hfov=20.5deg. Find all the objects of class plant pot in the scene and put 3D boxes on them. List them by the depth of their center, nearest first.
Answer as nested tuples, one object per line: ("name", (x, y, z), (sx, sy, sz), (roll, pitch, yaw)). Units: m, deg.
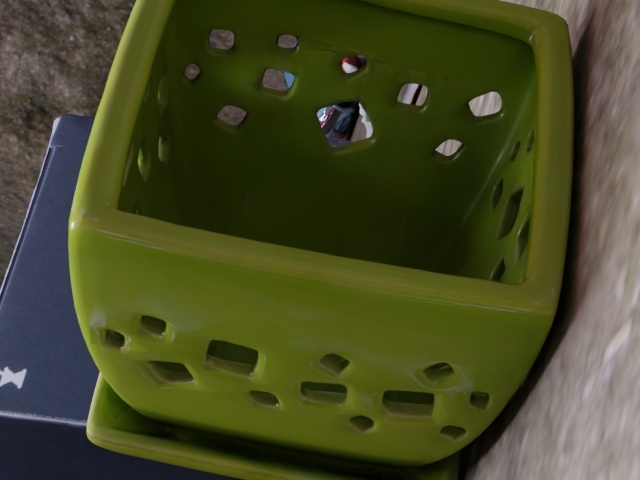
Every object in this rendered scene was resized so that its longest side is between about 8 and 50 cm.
("plant pot", (-0.004, 0.006, 0.920), (0.207, 0.228, 0.227), (102, 179, -45))

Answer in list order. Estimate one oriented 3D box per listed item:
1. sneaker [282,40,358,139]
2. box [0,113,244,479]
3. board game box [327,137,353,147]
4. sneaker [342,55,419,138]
("sneaker", (0.020, -0.207, 2.284), (0.125, 0.104, 0.262), (-49, 23, 36))
("box", (-0.131, 0.138, 1.477), (0.395, 0.212, 0.293), (87, -168, -52))
("board game box", (-0.029, -0.009, 1.923), (0.160, 0.039, 0.211), (-3, -69, -62))
("sneaker", (0.052, -0.144, 1.623), (0.057, 0.075, 0.161), (-79, 7, -47))
